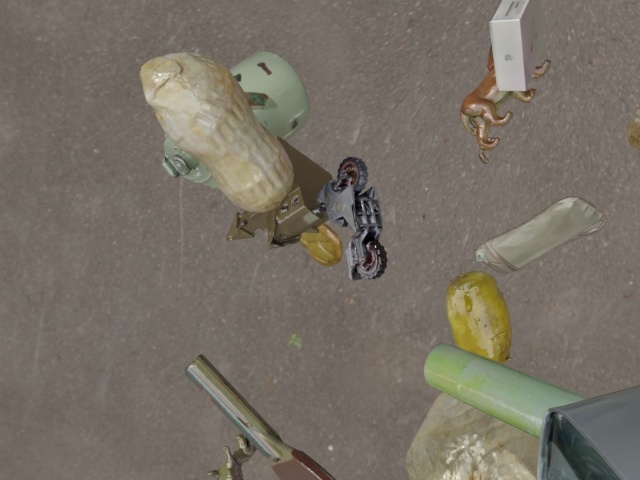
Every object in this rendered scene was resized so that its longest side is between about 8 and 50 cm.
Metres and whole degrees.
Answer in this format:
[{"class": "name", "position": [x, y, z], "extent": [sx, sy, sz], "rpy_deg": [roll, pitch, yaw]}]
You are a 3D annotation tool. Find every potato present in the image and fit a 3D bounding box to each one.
[{"class": "potato", "position": [0.445, 0.223, 1.678], "extent": [0.172, 0.140, 0.301], "rpy_deg": [-25, 108, -16]}]

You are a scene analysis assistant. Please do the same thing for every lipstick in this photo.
[{"class": "lipstick", "position": [0.264, 0.209, 0.782], "extent": [0.304, 0.076, 0.076], "rpy_deg": [15, 126, 53]}]

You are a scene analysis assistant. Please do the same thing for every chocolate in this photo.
[{"class": "chocolate", "position": [-0.144, -0.160, 0.917], "extent": [0.134, 0.134, 0.309], "rpy_deg": [-18, 135, 28]}]

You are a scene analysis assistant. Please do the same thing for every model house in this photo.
[{"class": "model house", "position": [-0.107, -0.048, 1.213], "extent": [0.248, 0.176, 0.180], "rpy_deg": [-35, 133, 29]}]

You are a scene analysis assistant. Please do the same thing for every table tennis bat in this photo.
[{"class": "table tennis bat", "position": [-0.017, 0.202, 0.515], "extent": [0.274, 0.021, 0.154], "rpy_deg": [44, 153, 7]}]

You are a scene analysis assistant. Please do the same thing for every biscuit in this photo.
[{"class": "biscuit", "position": [-0.005, 0.002, 1.996], "extent": [0.260, 0.041, 0.203], "rpy_deg": [-2, 117, 62]}]

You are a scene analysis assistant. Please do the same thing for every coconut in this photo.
[{"class": "coconut", "position": [0.322, 0.424, 1.137], "extent": [0.328, 0.329, 0.329], "rpy_deg": [9, 117, 17]}]

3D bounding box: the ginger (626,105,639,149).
[{"class": "ginger", "position": [0.887, -0.314, 1.468], "extent": [0.221, 0.130, 0.276], "rpy_deg": [19, 129, 27]}]

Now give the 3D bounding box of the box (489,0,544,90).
[{"class": "box", "position": [0.328, -0.340, 1.001], "extent": [0.051, 0.130, 0.129], "rpy_deg": [9, 142, 32]}]

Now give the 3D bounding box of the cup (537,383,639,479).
[{"class": "cup", "position": [0.197, 0.143, 0.334], "extent": [0.129, 0.095, 0.128], "rpy_deg": [-15, 123, -10]}]

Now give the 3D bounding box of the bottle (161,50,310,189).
[{"class": "bottle", "position": [-0.208, -0.248, 1.351], "extent": [0.229, 0.352, 0.229], "rpy_deg": [30, 147, 22]}]

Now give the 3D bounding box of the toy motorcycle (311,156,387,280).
[{"class": "toy motorcycle", "position": [0.049, -0.032, 1.040], "extent": [0.122, 0.080, 0.216], "rpy_deg": [-26, 71, 49]}]

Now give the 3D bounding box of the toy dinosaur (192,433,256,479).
[{"class": "toy dinosaur", "position": [-0.180, 0.575, 1.371], "extent": [0.072, 0.199, 0.252], "rpy_deg": [-39, 66, 35]}]

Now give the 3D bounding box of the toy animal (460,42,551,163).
[{"class": "toy animal", "position": [0.414, -0.355, 1.407], "extent": [0.157, 0.097, 0.312], "rpy_deg": [37, 92, 21]}]

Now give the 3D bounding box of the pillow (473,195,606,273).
[{"class": "pillow", "position": [0.401, -0.007, 1.117], "extent": [0.130, 0.038, 0.232], "rpy_deg": [29, 132, -31]}]
